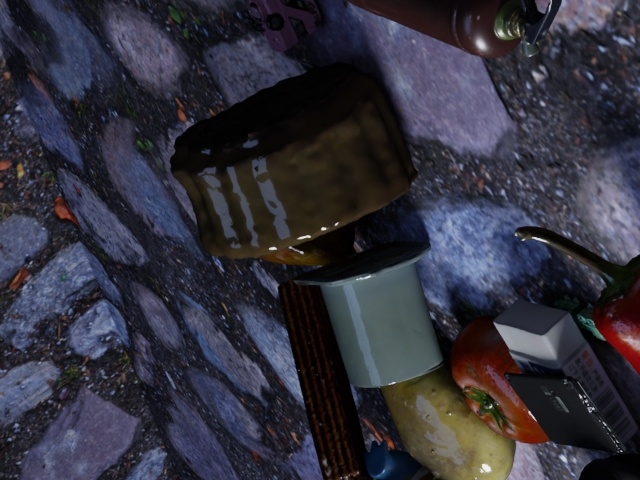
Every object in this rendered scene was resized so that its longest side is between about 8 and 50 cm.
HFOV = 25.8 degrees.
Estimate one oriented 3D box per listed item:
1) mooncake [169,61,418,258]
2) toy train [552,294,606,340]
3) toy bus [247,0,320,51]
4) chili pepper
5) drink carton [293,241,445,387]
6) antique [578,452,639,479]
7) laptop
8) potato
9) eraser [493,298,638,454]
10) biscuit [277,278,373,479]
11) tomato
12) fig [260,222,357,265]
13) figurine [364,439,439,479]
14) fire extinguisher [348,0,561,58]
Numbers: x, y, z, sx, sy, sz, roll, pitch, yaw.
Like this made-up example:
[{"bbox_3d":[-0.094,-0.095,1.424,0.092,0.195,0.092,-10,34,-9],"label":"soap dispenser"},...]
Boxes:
[{"bbox_3d":[-0.040,-0.115,1.944,0.324,0.324,0.187,10,127,62],"label":"mooncake"},{"bbox_3d":[0.341,0.099,1.816,0.092,0.029,0.045,20,148,55],"label":"toy train"},{"bbox_3d":[-0.073,-0.369,1.956,0.063,0.090,0.203,15,133,61],"label":"toy bus"},{"bbox_3d":[0.378,0.082,1.556,0.338,0.134,0.131,56,145,-8],"label":"chili pepper"},{"bbox_3d":[0.087,0.115,2.106,0.191,0.185,0.189,-1,103,63],"label":"drink carton"},{"bbox_3d":[0.436,0.411,1.858,0.255,0.185,0.322,34,149,31],"label":"antique"},{"bbox_3d":[0.320,0.226,1.847,0.129,0.016,0.180,54,162,-10],"label":"laptop"},{"bbox_3d":[0.189,0.277,2.243,0.296,0.141,0.191,54,158,13],"label":"potato"},{"bbox_3d":[0.328,0.181,1.871,0.210,0.068,0.124,57,163,-21],"label":"eraser"},{"bbox_3d":[0.007,0.247,2.452,0.107,0.073,0.388,51,-157,-65],"label":"biscuit"},{"bbox_3d":[0.273,0.221,2.063,0.225,0.085,0.225,42,154,26],"label":"tomato"},{"bbox_3d":[0.010,-0.031,2.247,0.290,0.190,0.190,15,158,-7],"label":"fig"},{"bbox_3d":[0.155,0.455,2.353,0.243,0.298,0.416,14,177,6],"label":"figurine"},{"bbox_3d":[0.152,-0.286,1.573,0.344,0.102,0.138,32,146,47],"label":"fire extinguisher"}]
